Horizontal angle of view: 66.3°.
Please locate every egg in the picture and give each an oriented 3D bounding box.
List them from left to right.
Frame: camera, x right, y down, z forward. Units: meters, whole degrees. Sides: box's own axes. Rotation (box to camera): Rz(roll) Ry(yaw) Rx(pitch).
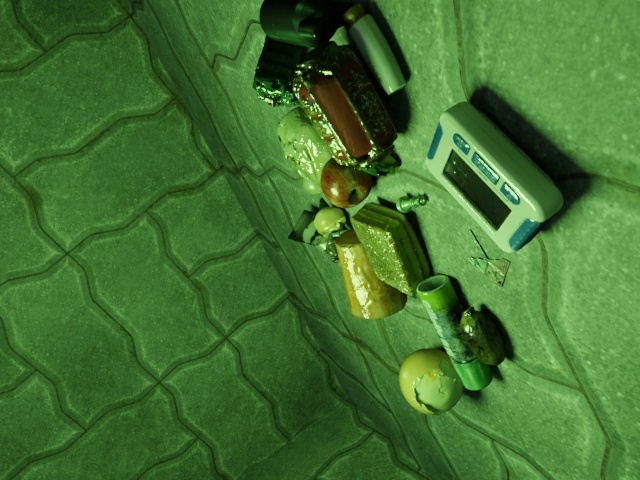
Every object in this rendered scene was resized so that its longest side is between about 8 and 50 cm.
[{"bbox_3d":[0.347,0.442,1.561,0.201,0.201,0.244,59,174,-5],"label":"egg"}]

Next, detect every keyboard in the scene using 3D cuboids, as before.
[{"bbox_3d":[0.070,-0.046,1.785,0.250,0.017,0.087,53,165,16],"label":"keyboard"}]

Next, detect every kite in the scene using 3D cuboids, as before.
[{"bbox_3d":[0.370,0.041,1.088,0.152,0.005,0.137,61,161,-12],"label":"kite"}]

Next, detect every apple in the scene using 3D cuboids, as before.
[{"bbox_3d":[0.068,-0.168,1.346,0.131,0.146,0.146,55,165,28],"label":"apple"}]

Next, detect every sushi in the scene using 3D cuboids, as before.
[{"bbox_3d":[0.016,-0.012,1.833,0.273,0.134,0.109,21,167,48],"label":"sushi"}]

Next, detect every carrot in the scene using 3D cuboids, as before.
[{"bbox_3d":[0.158,0.096,1.550,0.196,0.196,0.254,23,132,63],"label":"carrot"}]

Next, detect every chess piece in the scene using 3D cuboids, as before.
[{"bbox_3d":[0.227,-0.094,1.202,0.042,0.042,0.093,60,156,-10],"label":"chess piece"}]

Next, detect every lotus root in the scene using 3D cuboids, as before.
[{"bbox_3d":[0.405,0.244,1.229,0.179,0.080,0.089,60,164,-12],"label":"lotus root"}]

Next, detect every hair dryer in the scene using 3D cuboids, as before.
[{"bbox_3d":[-0.049,-0.567,1.032,0.244,0.116,0.302,34,145,49],"label":"hair dryer"}]

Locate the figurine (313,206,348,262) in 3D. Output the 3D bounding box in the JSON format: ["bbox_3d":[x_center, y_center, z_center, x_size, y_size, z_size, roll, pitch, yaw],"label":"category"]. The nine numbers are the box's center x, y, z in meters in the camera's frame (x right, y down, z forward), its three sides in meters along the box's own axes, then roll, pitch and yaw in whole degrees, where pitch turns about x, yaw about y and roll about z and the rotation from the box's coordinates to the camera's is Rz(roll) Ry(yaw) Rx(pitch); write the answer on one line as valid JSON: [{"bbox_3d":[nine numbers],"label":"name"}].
[{"bbox_3d":[0.047,-0.025,1.660,0.114,0.108,0.196,100,156,-57],"label":"figurine"}]

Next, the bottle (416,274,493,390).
[{"bbox_3d":[0.369,0.253,1.330,0.330,0.093,0.093,62,163,-14],"label":"bottle"}]

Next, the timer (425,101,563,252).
[{"bbox_3d":[0.302,-0.113,0.872,0.253,0.078,0.178,53,166,20],"label":"timer"}]

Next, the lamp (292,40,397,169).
[{"bbox_3d":[0.057,-0.289,1.060,0.274,0.177,0.177,53,167,-25],"label":"lamp"}]

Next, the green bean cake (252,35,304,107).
[{"bbox_3d":[-0.108,-0.416,1.305,0.107,0.193,0.208,11,157,0],"label":"green bean cake"}]

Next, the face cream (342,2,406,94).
[{"bbox_3d":[0.109,-0.381,0.980,0.182,0.051,0.072,58,167,-5],"label":"face cream"}]

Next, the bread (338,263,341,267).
[{"bbox_3d":[0.116,0.110,1.921,0.154,0.028,0.068,42,158,40],"label":"bread"}]

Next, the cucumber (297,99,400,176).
[{"bbox_3d":[0.062,-0.269,1.249,0.325,0.105,0.145,50,162,14],"label":"cucumber"}]

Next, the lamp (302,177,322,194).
[{"bbox_3d":[-0.025,-0.233,1.612,0.091,0.091,0.163,17,124,66],"label":"lamp"}]

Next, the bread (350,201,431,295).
[{"bbox_3d":[0.201,0.019,1.367,0.184,0.110,0.234,28,149,55],"label":"bread"}]

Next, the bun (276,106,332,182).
[{"bbox_3d":[-0.039,-0.278,1.442,0.239,0.141,0.239,52,166,18],"label":"bun"}]
